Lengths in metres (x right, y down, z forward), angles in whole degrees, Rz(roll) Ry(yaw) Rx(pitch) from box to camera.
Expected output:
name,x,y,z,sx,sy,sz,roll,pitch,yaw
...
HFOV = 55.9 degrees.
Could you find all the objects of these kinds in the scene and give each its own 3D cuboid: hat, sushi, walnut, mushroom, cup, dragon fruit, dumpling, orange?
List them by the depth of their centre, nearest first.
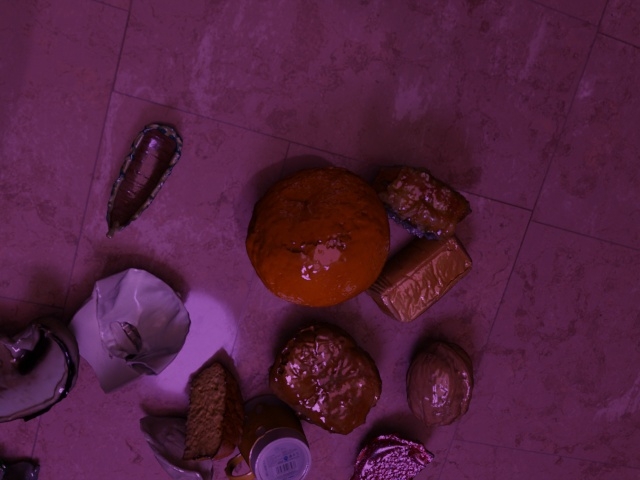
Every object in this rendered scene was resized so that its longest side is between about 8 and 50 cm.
name,x,y,z,sx,sy,sz,roll,pitch,yaw
orange,0.000,0.000,1.412,0.340,0.340,0.293,-26,135,-5
mushroom,-0.702,0.291,1.414,0.344,0.130,0.247,-36,96,14
hat,-0.466,0.232,1.466,0.301,0.168,0.258,-39,82,28
sushi,0.253,-0.091,1.507,0.274,0.184,0.139,32,86,-11
dumpling,-0.360,0.542,1.542,0.131,0.179,0.252,-42,109,1
cup,-0.143,0.547,1.567,0.241,0.226,0.185,-38,108,-9
walnut,0.327,0.390,1.655,0.198,0.198,0.245,-5,107,-11
dragon fruit,0.196,0.648,1.716,0.262,0.163,0.189,-46,137,5

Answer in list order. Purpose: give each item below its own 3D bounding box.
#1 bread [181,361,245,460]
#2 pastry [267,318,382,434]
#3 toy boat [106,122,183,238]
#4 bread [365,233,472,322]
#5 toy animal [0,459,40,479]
name,x,y,z,sx,sy,sz,roll,pitch,yaw
bread,-0.259,0.453,1.536,0.129,0.260,0.134,-20,135,23
pastry,0.010,0.355,1.588,0.255,0.162,0.311,-39,106,-2
toy boat,-0.423,-0.140,1.408,0.108,0.099,0.293,29,88,-18
bread,0.265,0.087,1.599,0.288,0.119,0.152,-39,107,-4
toy animal,-0.842,0.598,1.489,0.251,0.125,0.127,14,72,-9
